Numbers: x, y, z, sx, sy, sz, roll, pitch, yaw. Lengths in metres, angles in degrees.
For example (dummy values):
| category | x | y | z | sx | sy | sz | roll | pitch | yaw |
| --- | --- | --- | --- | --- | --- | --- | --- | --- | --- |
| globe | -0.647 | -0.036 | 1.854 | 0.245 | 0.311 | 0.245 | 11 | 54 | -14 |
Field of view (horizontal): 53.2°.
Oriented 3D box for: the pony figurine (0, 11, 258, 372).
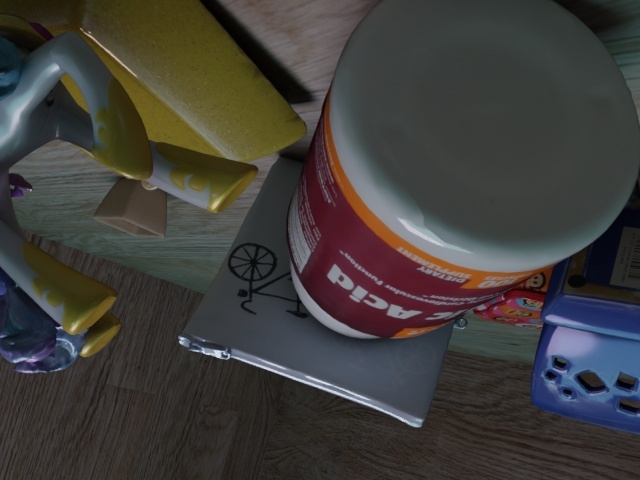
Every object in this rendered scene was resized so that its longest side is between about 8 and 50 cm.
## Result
| category | x | y | z | sx | sy | sz | roll | pitch | yaw |
| --- | --- | --- | --- | --- | --- | --- | --- | --- | --- |
| pony figurine | -0.288 | -0.070 | 0.513 | 0.363 | 0.351 | 0.303 | 45 | -165 | 3 |

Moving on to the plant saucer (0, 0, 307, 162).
| category | x | y | z | sx | sy | sz | roll | pitch | yaw |
| --- | --- | --- | --- | --- | --- | --- | --- | --- | --- |
| plant saucer | -0.233 | -0.173 | 0.689 | 0.333 | 0.081 | 0.333 | 6 | 158 | 34 |

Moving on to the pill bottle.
| category | x | y | z | sx | sy | sz | roll | pitch | yaw |
| --- | --- | --- | --- | --- | --- | --- | --- | --- | --- |
| pill bottle | 0.086 | -0.031 | 0.607 | 0.224 | 0.224 | 0.392 | 16 | 160 | -4 |

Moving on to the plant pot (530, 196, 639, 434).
| category | x | y | z | sx | sy | sz | roll | pitch | yaw |
| --- | --- | --- | --- | --- | --- | --- | --- | --- | --- |
| plant pot | 0.391 | 0.080 | 0.767 | 0.236 | 0.236 | 0.212 | 9 | 141 | 30 |

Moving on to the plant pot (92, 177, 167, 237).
| category | x | y | z | sx | sy | sz | roll | pitch | yaw |
| --- | --- | --- | --- | --- | --- | --- | --- | --- | --- |
| plant pot | -0.377 | -0.070 | 1.305 | 0.109 | 0.096 | 0.109 | 3 | 162 | 39 |

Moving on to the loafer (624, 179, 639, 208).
| category | x | y | z | sx | sy | sz | roll | pitch | yaw |
| --- | --- | --- | --- | --- | --- | --- | --- | --- | --- |
| loafer | 0.277 | -0.051 | 0.748 | 0.061 | 0.062 | 0.170 | 3 | 165 | -33 |

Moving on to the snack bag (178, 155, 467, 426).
| category | x | y | z | sx | sy | sz | roll | pitch | yaw |
| --- | --- | --- | --- | --- | --- | --- | --- | --- | --- |
| snack bag | 0.034 | 0.050 | 0.834 | 0.323 | 0.342 | 0.037 | 17 | 144 | 9 |

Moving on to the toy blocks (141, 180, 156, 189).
| category | x | y | z | sx | sy | sz | roll | pitch | yaw |
| --- | --- | --- | --- | --- | --- | --- | --- | --- | --- |
| toy blocks | -0.296 | -0.132 | 1.056 | 0.123 | 0.054 | 0.148 | 8 | 165 | 29 |

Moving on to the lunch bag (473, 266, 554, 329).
| category | x | y | z | sx | sy | sz | roll | pitch | yaw |
| --- | --- | --- | --- | --- | --- | --- | --- | --- | --- |
| lunch bag | 0.422 | 0.094 | 1.115 | 0.258 | 0.120 | 0.293 | 11 | 168 | 0 |
